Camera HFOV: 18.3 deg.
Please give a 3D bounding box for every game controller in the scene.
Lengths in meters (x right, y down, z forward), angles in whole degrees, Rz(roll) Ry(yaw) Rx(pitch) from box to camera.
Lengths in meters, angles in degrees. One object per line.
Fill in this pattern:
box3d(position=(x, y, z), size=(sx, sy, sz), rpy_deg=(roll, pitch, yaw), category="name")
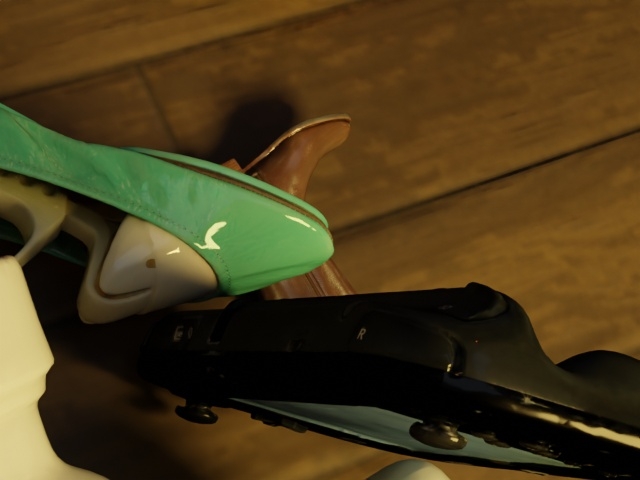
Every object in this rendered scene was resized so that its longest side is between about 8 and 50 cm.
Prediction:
box3d(position=(0.037, 0.068, 0.840), size=(0.166, 0.319, 0.067), rpy_deg=(27, 78, -19), category="game controller")

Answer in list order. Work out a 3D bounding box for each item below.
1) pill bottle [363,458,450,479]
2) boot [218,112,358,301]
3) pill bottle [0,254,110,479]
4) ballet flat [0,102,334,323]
box3d(position=(0.082, 0.271, 0.833), size=(0.334, 0.188, 0.188), rpy_deg=(49, 52, 0), category="pill bottle")
box3d(position=(0.000, 0.000, 1.021), size=(0.106, 0.037, 0.114), rpy_deg=(-30, 79, -24), category="boot")
box3d(position=(-0.131, 0.202, 0.681), size=(0.210, 0.210, 0.362), rpy_deg=(-19, 93, -35), category="pill bottle")
box3d(position=(-0.119, -0.008, 0.924), size=(0.247, 0.083, 0.087), rpy_deg=(20, 60, -6), category="ballet flat")
